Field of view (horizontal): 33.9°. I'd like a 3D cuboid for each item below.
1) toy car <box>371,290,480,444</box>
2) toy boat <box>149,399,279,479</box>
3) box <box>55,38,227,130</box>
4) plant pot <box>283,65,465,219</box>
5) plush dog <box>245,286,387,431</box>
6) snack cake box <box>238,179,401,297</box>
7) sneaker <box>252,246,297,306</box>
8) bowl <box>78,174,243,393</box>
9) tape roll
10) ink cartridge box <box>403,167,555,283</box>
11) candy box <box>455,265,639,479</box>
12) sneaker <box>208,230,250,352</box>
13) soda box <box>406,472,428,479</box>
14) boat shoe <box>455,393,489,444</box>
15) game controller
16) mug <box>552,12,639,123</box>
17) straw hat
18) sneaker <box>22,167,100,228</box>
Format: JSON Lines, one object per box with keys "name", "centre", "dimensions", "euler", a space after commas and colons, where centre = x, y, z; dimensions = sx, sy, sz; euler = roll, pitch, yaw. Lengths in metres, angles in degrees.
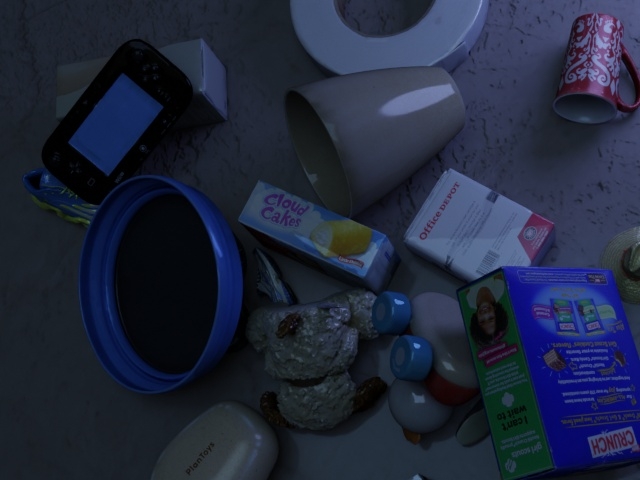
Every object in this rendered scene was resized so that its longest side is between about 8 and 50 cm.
{"name": "toy car", "centre": [0.176, 0.231, 1.773], "dimensions": [0.238, 0.219, 0.210], "euler": [-63, 30, 31]}
{"name": "toy boat", "centre": [-0.148, 0.450, 1.813], "dimensions": [0.267, 0.148, 0.318], "euler": [-44, 60, -6]}
{"name": "box", "centre": [-0.352, -0.291, 2.084], "dimensions": [0.311, 0.148, 0.121], "euler": [-8, 71, 12]}
{"name": "plant pot", "centre": [0.112, -0.205, 1.890], "dimensions": [0.274, 0.256, 0.256], "euler": [-25, 67, -15]}
{"name": "plush dog", "centre": [-0.010, 0.221, 1.823], "dimensions": [0.262, 0.210, 0.225], "euler": [-11, 97, 14]}
{"name": "snack cake box", "centre": [0.000, 0.000, 1.890], "dimensions": [0.264, 0.152, 0.089], "euler": [24, 81, 20]}
{"name": "sneaker", "centre": [-0.100, 0.074, 1.951], "dimensions": [0.058, 0.052, 0.135], "euler": [-34, 67, 8]}
{"name": "bowl", "centre": [-0.291, 0.080, 1.898], "dimensions": [0.391, 0.077, 0.391], "euler": [-1, 89, 41]}
{"name": "tape roll", "centre": [0.133, -0.471, 2.041], "dimensions": [0.392, 0.072, 0.392], "euler": [-4, 73, 14]}
{"name": "ink cartridge box", "centre": [0.279, -0.004, 1.845], "dimensions": [0.218, 0.092, 0.158], "euler": [31, 84, 20]}
{"name": "candy box", "centre": [0.380, 0.209, 1.658], "dimensions": [0.122, 0.268, 0.317], "euler": [-36, 59, 47]}
{"name": "sneaker", "centre": [-0.189, 0.071, 1.948], "dimensions": [0.101, 0.106, 0.267], "euler": [-20, 68, 11]}
{"name": "soda box", "centre": [0.097, 0.476, 1.758], "dimensions": [0.216, 0.074, 0.069], "euler": [-32, 68, 4]}
{"name": "boat shoe", "centre": [0.275, 0.287, 1.784], "dimensions": [0.137, 0.049, 0.043], "euler": [-50, 25, -1]}
{"name": "game controller", "centre": [-0.382, -0.219, 1.978], "dimensions": [0.166, 0.067, 0.319], "euler": [42, 105, 3]}
{"name": "mug", "centre": [0.496, -0.302, 1.885], "dimensions": [0.113, 0.150, 0.169], "euler": [-11, 61, 51]}
{"name": "straw hat", "centre": [0.543, 0.032, 1.776], "dimensions": [0.144, 0.061, 0.144], "euler": [-4, 73, 14]}
{"name": "sneaker", "centre": [-0.485, -0.083, 2.066], "dimensions": [0.240, 0.126, 0.091], "euler": [12, 77, 19]}
